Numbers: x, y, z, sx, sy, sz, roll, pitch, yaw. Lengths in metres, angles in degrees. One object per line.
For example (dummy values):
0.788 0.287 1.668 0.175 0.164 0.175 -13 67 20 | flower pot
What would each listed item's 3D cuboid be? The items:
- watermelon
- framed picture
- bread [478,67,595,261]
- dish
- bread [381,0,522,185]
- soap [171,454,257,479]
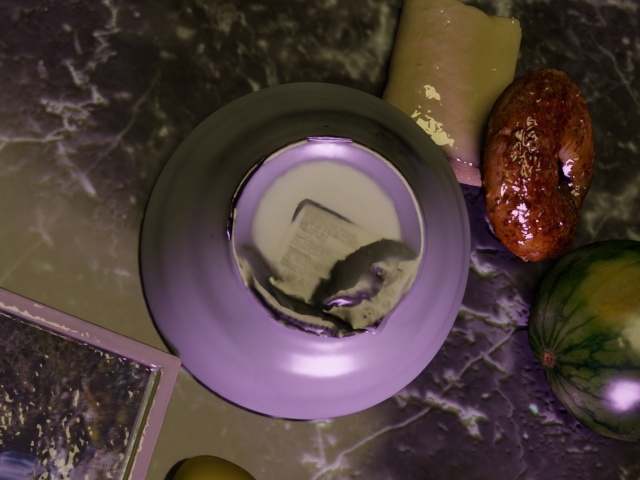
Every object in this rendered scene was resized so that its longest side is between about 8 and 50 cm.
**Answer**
0.326 0.091 1.017 0.232 0.127 0.204 6 71 -24 | watermelon
-0.260 0.201 0.806 0.240 0.020 0.324 26 65 -21 | framed picture
0.221 -0.075 1.019 0.193 0.064 0.193 -4 95 -50 | bread
0.000 0.000 0.910 0.316 0.106 0.316 2 82 -11 | dish
0.132 -0.155 1.044 0.139 0.060 0.178 17 72 -15 | bread
-0.102 0.250 0.866 0.089 0.045 0.140 33 68 -13 | soap
